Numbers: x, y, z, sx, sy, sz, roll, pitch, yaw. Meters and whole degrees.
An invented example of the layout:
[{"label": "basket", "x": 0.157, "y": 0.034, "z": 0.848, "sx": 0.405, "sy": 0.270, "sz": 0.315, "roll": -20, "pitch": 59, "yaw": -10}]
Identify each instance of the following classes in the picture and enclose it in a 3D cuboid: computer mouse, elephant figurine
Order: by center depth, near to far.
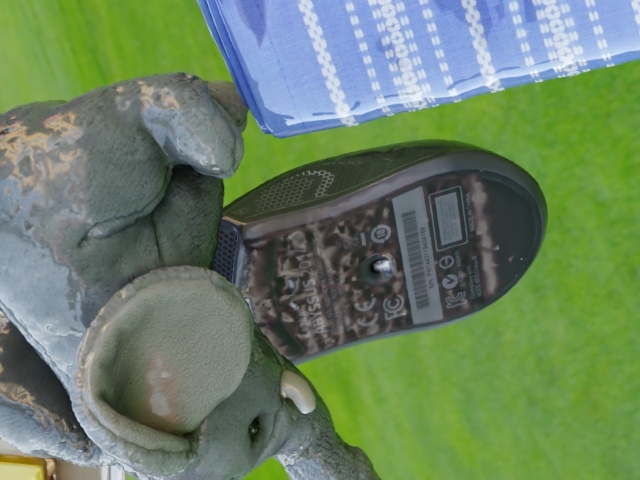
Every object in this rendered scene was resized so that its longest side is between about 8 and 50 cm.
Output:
[{"label": "elephant figurine", "x": -0.082, "y": 0.050, "z": 0.690, "sx": 0.169, "sy": 0.186, "sz": 0.240, "roll": 10, "pitch": -112, "yaw": -85}, {"label": "computer mouse", "x": 0.000, "y": 0.000, "z": 0.872, "sx": 0.072, "sy": 0.272, "sz": 0.189, "roll": -118, "pitch": 18, "yaw": -57}]

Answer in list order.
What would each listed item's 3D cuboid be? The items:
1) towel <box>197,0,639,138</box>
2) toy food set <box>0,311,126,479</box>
[{"label": "towel", "x": 0.079, "y": -0.175, "z": 0.585, "sx": 0.243, "sy": 0.335, "sz": 0.040, "roll": 68, "pitch": -154, "yaw": -24}, {"label": "toy food set", "x": -0.258, "y": 0.126, "z": 0.812, "sx": 0.092, "sy": 0.306, "sz": 0.220, "roll": -84, "pitch": -2, "yaw": -59}]
